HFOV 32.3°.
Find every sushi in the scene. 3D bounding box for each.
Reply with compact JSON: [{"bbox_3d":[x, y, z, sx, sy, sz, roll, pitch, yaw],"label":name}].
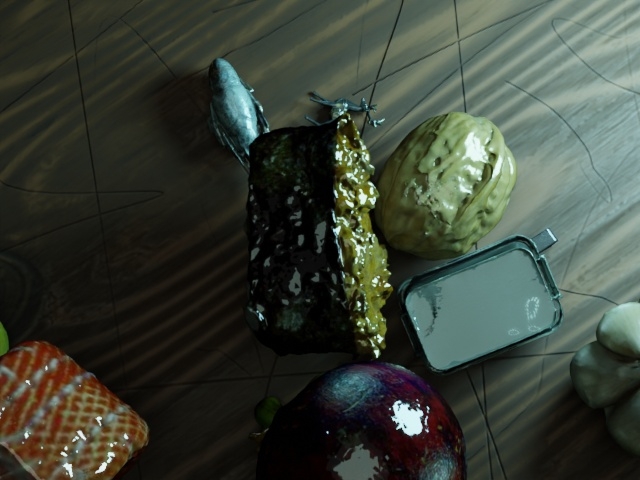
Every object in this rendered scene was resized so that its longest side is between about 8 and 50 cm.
[{"bbox_3d":[0.000,0.000,1.605,0.207,0.234,0.349,-4,85,15],"label":"sushi"}]

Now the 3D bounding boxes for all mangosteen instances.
[{"bbox_3d":[0.033,0.298,1.549,0.306,0.306,0.359,-45,62,-8],"label":"mangosteen"}]

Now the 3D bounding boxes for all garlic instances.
[{"bbox_3d":[0.482,0.187,1.603,0.210,0.292,0.237,44,122,12],"label":"garlic"}]

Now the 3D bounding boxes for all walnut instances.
[{"bbox_3d":[0.189,-0.081,1.665,0.198,0.198,0.245,31,84,4],"label":"walnut"}]

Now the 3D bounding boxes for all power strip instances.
[{"bbox_3d":[0.315,0.020,1.723,0.111,0.038,0.029,-32,81,-7],"label":"power strip"}]

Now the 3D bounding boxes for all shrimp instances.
[{"bbox_3d":[-0.127,-0.176,1.733,0.090,0.079,0.233,-20,86,0],"label":"shrimp"}]

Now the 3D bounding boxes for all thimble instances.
[{"bbox_3d":[-0.415,0.308,1.506,0.230,0.350,0.350,43,82,4],"label":"thimble"}]

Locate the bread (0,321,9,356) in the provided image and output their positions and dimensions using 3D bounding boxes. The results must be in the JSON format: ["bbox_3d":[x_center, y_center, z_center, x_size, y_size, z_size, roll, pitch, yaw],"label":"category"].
[{"bbox_3d":[-0.568,0.163,1.651,0.213,0.105,0.213,0,82,1],"label":"bread"}]

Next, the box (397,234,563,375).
[{"bbox_3d":[0.235,0.099,1.636,0.243,0.135,0.163,-22,87,7],"label":"box"}]

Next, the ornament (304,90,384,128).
[{"bbox_3d":[0.039,-0.195,1.760,0.125,0.028,0.073,12,80,3],"label":"ornament"}]
